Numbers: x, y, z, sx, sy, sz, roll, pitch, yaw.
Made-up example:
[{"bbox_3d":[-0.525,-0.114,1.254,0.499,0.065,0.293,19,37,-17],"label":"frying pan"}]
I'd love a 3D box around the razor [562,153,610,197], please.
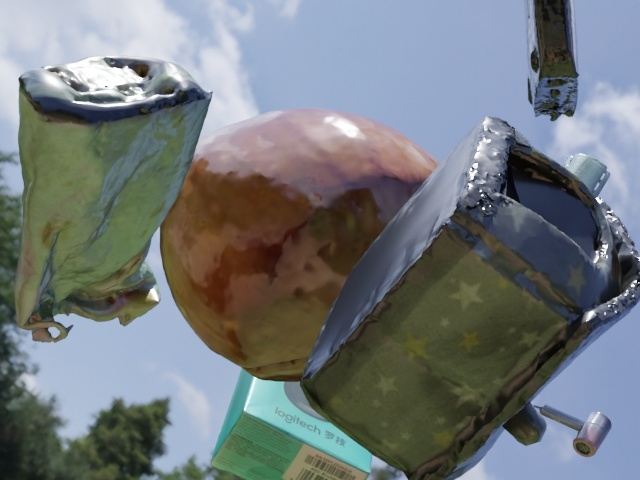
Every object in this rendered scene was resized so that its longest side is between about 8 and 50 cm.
[{"bbox_3d":[0.356,-0.012,1.524,0.068,0.106,0.232,27,-37,18],"label":"razor"}]

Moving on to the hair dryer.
[{"bbox_3d":[0.360,0.267,1.498,0.114,0.063,0.037,23,-47,28],"label":"hair dryer"}]

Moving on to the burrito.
[{"bbox_3d":[-0.165,-0.026,0.742,0.089,0.144,0.228,45,-49,29],"label":"burrito"}]

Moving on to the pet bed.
[{"bbox_3d":[0.110,0.052,0.695,0.159,0.183,0.211,36,-58,-5],"label":"pet bed"}]

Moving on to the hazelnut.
[{"bbox_3d":[0.000,0.000,1.163,0.372,0.315,0.372,33,19,-12],"label":"hazelnut"}]

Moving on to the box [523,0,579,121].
[{"bbox_3d":[0.411,-0.414,1.848,0.091,0.350,0.359,-4,-9,10],"label":"box"}]

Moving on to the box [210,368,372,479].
[{"bbox_3d":[-0.022,0.236,1.512,0.205,0.311,0.118,30,-61,-7],"label":"box"}]
